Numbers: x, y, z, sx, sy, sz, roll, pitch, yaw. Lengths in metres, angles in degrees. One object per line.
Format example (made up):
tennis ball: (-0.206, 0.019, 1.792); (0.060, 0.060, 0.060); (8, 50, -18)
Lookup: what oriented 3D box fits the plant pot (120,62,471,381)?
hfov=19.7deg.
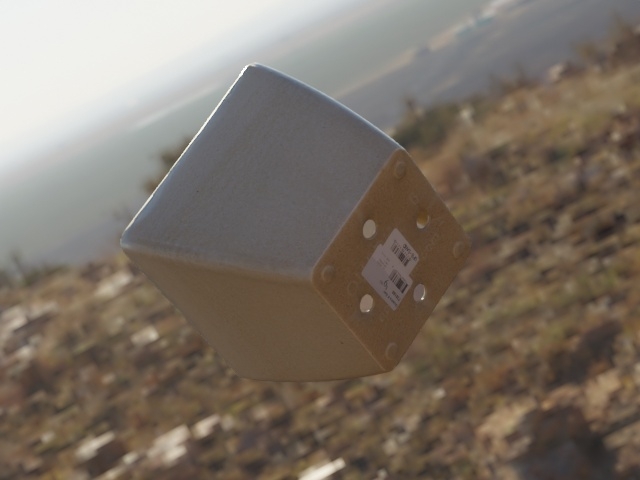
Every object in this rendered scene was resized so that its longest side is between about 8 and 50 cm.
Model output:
plant pot: (0.000, 0.000, 0.815); (0.096, 0.109, 0.109); (14, 62, 44)
